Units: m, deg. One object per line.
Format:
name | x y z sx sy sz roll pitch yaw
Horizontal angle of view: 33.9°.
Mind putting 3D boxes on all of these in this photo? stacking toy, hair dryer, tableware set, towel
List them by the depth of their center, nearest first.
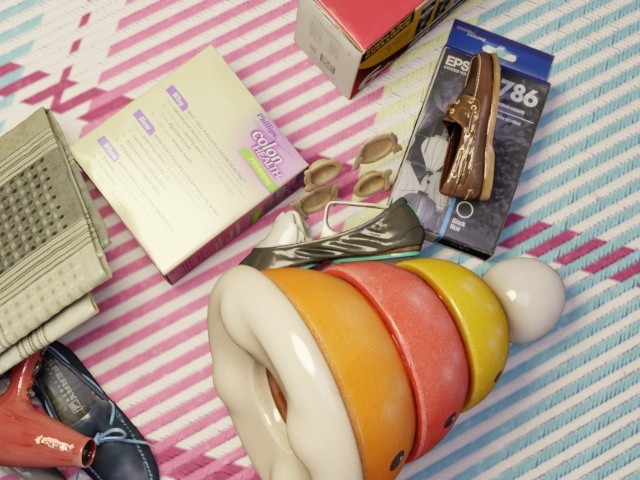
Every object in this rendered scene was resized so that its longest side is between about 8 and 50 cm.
hair dryer | -0.381 0.174 1.308 0.223 0.080 0.293 -42 71 7
towel | -0.417 0.024 1.333 0.324 0.056 0.312 -35 55 11
stacking toy | 0.124 0.130 1.346 0.479 0.350 0.351 -21 82 -22
tableware set | 0.036 -0.086 1.431 0.168 0.141 0.020 -21 64 -11

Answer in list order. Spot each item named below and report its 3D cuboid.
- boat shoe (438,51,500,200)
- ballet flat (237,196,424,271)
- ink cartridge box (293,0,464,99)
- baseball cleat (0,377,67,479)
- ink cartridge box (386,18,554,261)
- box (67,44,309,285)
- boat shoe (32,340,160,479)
boat shoe | 0.201 -0.157 1.419 0.073 0.073 0.207 7 81 -4
ballet flat | 0.000 0.000 1.420 0.280 0.095 0.096 -12 87 5
ink cartridge box | 0.121 -0.366 1.411 0.309 0.272 0.130 -41 85 -8
baseball cleat | -0.402 0.248 1.380 0.206 0.072 0.109 34 81 2
ink cartridge box | 0.216 -0.153 1.488 0.165 0.065 0.333 19 79 1
box | -0.176 -0.100 1.428 0.243 0.117 0.213 -38 85 -8
boat shoe | -0.314 0.242 1.377 0.109 0.089 0.258 -44 85 -9
